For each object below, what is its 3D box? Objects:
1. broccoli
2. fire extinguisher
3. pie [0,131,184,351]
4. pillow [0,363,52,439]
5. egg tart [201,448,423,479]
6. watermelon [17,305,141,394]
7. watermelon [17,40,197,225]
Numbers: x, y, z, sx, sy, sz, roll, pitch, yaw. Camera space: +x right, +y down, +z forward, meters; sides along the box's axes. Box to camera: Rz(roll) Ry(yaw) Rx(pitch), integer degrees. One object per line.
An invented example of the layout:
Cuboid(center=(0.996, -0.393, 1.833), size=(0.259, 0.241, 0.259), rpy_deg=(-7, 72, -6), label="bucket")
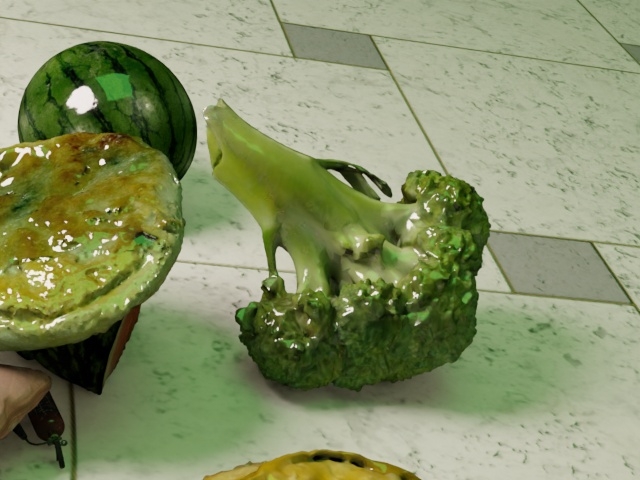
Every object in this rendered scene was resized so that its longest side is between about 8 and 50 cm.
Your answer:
Cuboid(center=(0.010, 0.033, 1.343), size=(0.302, 0.186, 0.254), rpy_deg=(12, 67, -4), label="broccoli")
Cuboid(center=(-0.238, 0.148, 1.149), size=(0.046, 0.032, 0.100), rpy_deg=(11, 19, -29), label="fire extinguisher")
Cuboid(center=(-0.246, -0.005, 1.174), size=(0.277, 0.079, 0.277), rpy_deg=(-9, 33, 6), label="pie")
Cuboid(center=(-0.356, 0.140, 1.050), size=(0.236, 0.084, 0.223), rpy_deg=(13, 32, 13), label="pillow")
Cuboid(center=(0.016, 0.248, 0.976), size=(0.341, 0.129, 0.341), rpy_deg=(11, 25, -5), label="egg tart")
Cuboid(center=(-0.234, 0.040, 1.277), size=(0.145, 0.137, 0.193), rpy_deg=(17, 67, 3), label="watermelon")
Cuboid(center=(-0.223, -0.110, 1.492), size=(0.188, 0.188, 0.215), rpy_deg=(-17, 70, -44), label="watermelon")
